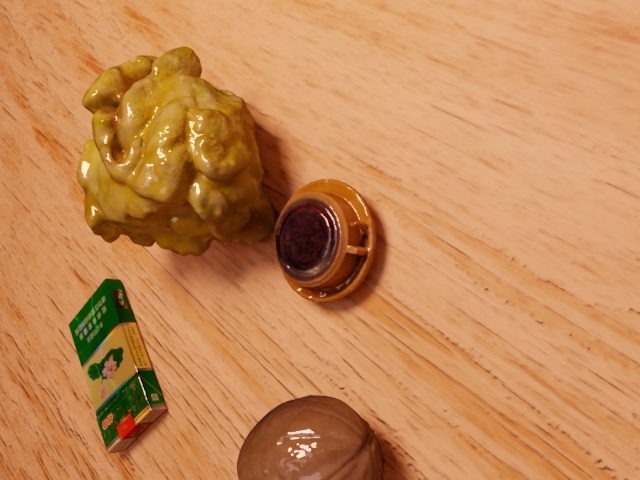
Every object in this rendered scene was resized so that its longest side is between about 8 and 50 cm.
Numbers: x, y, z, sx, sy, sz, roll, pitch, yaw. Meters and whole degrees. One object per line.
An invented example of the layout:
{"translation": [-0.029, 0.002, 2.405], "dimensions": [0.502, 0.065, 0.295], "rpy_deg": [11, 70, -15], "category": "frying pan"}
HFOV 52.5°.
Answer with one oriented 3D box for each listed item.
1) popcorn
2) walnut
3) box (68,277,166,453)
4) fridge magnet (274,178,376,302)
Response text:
{"translation": [-0.175, -0.101, 0.812], "dimensions": [0.250, 0.235, 0.241], "rpy_deg": [15, 136, 29], "category": "popcorn"}
{"translation": [-0.010, 0.233, 0.672], "dimensions": [0.162, 0.140, 0.140], "rpy_deg": [-38, 61, 19], "category": "walnut"}
{"translation": [-0.319, 0.190, 1.003], "dimensions": [0.132, 0.034, 0.235], "rpy_deg": [-44, 59, 27], "category": "box"}
{"translation": [0.000, 0.000, 0.740], "dimensions": [0.143, 0.063, 0.143], "rpy_deg": [-3, 85, 38], "category": "fridge magnet"}
